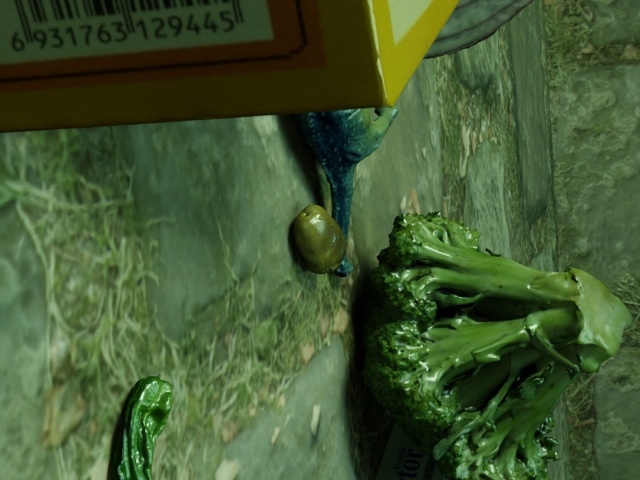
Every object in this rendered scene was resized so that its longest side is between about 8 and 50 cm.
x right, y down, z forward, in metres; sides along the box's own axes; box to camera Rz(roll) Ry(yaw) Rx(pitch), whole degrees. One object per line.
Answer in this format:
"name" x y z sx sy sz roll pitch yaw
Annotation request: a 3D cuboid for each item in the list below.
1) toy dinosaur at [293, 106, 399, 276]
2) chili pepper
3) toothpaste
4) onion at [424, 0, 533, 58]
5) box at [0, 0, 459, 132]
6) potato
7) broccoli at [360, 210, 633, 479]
"toy dinosaur" 0.014 -0.125 1.064 0.363 0.076 0.147 74 33 -48
"chili pepper" -0.117 0.130 0.741 0.034 0.030 0.091 108 -8 -68
"toothpaste" 0.121 0.263 1.327 0.336 0.081 0.067 -62 144 -55
"onion" 0.014 -0.282 0.730 0.260 0.282 0.336 49 7 32
"box" -0.091 -0.182 0.455 0.259 0.283 0.214 -59 144 -57
"potato" 0.000 0.000 1.065 0.083 0.040 0.051 62 32 -53
"broccoli" 0.182 0.116 1.222 0.321 0.283 0.304 30 55 -35
